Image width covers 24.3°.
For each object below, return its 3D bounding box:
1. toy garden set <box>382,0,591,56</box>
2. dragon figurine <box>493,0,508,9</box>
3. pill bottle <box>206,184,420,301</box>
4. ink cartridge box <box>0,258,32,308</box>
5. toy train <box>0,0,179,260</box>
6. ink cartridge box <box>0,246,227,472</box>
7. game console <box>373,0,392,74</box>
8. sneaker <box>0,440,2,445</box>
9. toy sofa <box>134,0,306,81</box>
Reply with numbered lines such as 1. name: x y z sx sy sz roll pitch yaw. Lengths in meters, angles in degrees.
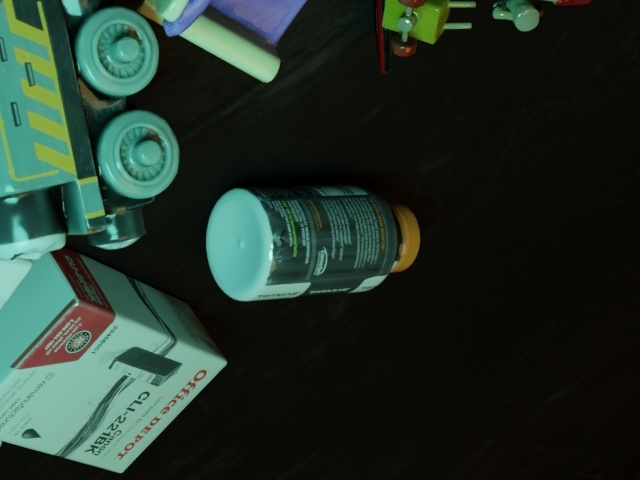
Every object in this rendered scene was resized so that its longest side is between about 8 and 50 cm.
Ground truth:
1. toy garden set: 0.172 -0.285 1.459 0.244 0.049 0.204 -6 132 -16
2. dragon figurine: 0.195 -0.321 1.571 0.289 0.085 0.144 13 109 -55
3. pill bottle: 0.000 0.000 1.735 0.245 0.130 0.130 -3 132 -39
4. ink cartridge box: -0.417 -0.026 1.281 0.278 0.201 0.117 15 121 -49
5. toy train: -0.241 -0.147 1.254 0.190 0.142 0.334 -15 100 -33
6. ink cartridge box: -0.267 0.136 1.668 0.197 0.114 0.273 -46 145 11
7. game console: 0.097 -0.266 1.568 0.085 0.124 0.144 -5 140 1
8. sneaker: -0.443 0.230 1.650 0.190 0.083 0.071 -20 143 -21
9. toy sofa: -0.007 -0.319 1.304 0.150 0.177 0.362 27 111 -30
